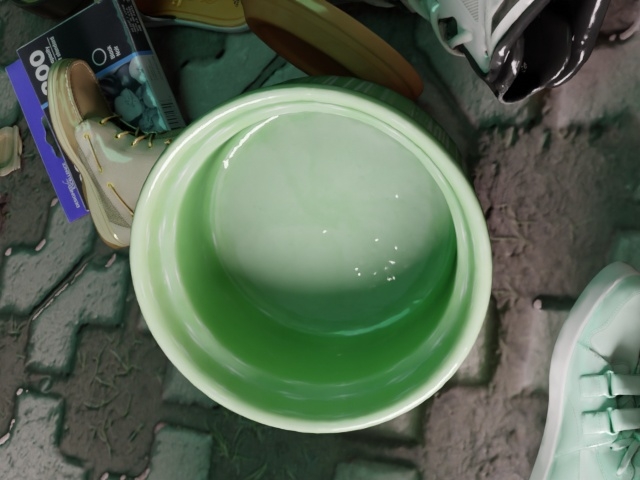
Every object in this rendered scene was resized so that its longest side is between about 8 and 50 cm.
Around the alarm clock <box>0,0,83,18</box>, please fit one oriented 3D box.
[{"bbox_3d":[-0.347,-0.336,1.508,0.192,0.064,0.129,-14,72,29],"label":"alarm clock"}]

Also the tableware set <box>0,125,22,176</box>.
[{"bbox_3d":[-0.443,-0.077,1.541,0.169,0.020,0.141,2,81,35],"label":"tableware set"}]

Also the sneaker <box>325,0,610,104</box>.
[{"bbox_3d":[0.084,-0.229,1.090,0.447,0.169,0.257,-20,76,50],"label":"sneaker"}]

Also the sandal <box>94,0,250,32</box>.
[{"bbox_3d":[-0.174,-0.296,1.370,0.265,0.076,0.102,13,86,37],"label":"sandal"}]

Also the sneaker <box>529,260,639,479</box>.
[{"bbox_3d":[0.256,0.152,0.954,0.151,0.094,0.256,17,99,42],"label":"sneaker"}]

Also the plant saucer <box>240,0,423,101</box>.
[{"bbox_3d":[0.004,-0.181,1.141,0.200,0.200,0.037,29,85,36],"label":"plant saucer"}]

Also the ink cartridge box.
[{"bbox_3d":[-0.262,-0.145,1.376,0.208,0.045,0.206,-24,89,29],"label":"ink cartridge box"}]

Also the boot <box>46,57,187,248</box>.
[{"bbox_3d":[-0.188,-0.108,1.274,0.165,0.077,0.213,-14,100,31],"label":"boot"}]

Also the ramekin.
[{"bbox_3d":[0.000,0.000,1.060,0.303,0.148,0.303,3,108,9],"label":"ramekin"}]
